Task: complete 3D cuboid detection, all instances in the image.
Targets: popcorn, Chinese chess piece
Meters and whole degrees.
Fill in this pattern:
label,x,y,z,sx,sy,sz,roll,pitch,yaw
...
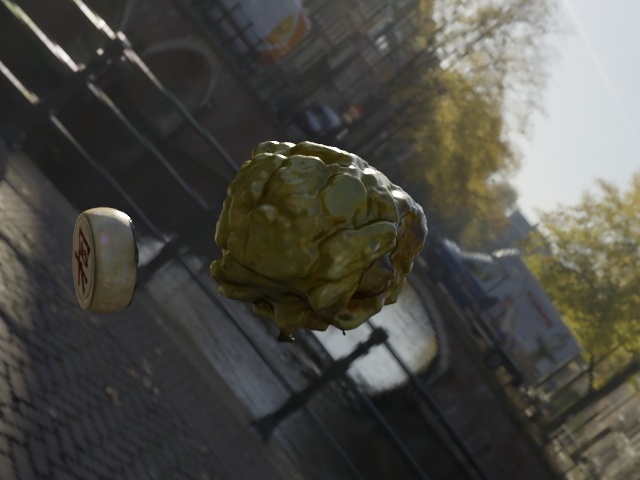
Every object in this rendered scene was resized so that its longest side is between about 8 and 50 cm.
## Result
label,x,y,z,sx,sy,sz,roll,pitch,yaw
popcorn,-0.008,0.005,1.163,0.249,0.225,0.249,25,-9,4
Chinese chess piece,-0.248,0.023,1.177,0.051,0.122,0.122,-2,38,-28
